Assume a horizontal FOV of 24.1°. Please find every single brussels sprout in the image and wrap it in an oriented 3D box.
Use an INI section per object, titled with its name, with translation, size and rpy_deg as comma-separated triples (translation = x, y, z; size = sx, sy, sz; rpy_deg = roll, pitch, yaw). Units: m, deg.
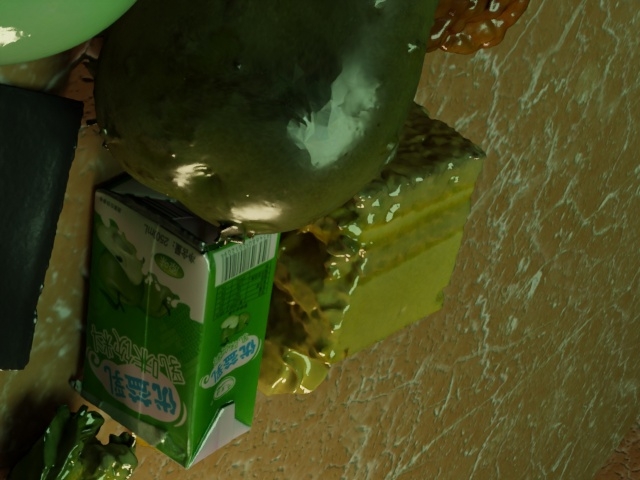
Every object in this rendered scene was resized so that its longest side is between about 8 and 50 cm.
[brussels sprout]
translation = -0.260, 0.242, 1.497
size = 0.139, 0.100, 0.181
rpy_deg = -31, 166, -43

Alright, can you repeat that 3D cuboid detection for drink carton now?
[drink carton]
translation = -0.143, 0.065, 1.445
size = 0.108, 0.161, 0.271
rpy_deg = -27, 137, -44

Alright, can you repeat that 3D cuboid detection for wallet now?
[wallet]
translation = -0.270, -0.009, 1.256
size = 0.124, 0.025, 0.244
rpy_deg = 5, 100, -58

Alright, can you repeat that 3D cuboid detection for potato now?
[potato]
translation = -0.022, -0.173, 1.288
size = 0.359, 0.270, 0.219
rpy_deg = -51, -164, -2

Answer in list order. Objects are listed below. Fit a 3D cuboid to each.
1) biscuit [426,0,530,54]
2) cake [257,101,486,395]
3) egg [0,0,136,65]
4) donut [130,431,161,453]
[biscuit]
translation = 0.161, -0.329, 1.550
size = 0.312, 0.110, 0.318
rpy_deg = -9, 141, -56
[cake]
translation = 0.000, 0.000, 1.544
size = 0.227, 0.222, 0.286
rpy_deg = -23, 136, -44
[egg]
translation = -0.219, -0.223, 0.967
size = 0.270, 0.220, 0.220
rpy_deg = -16, 131, -46
[donut]
translation = -0.131, 0.168, 1.661
size = 0.178, 0.065, 0.162
rpy_deg = -48, 151, -21
